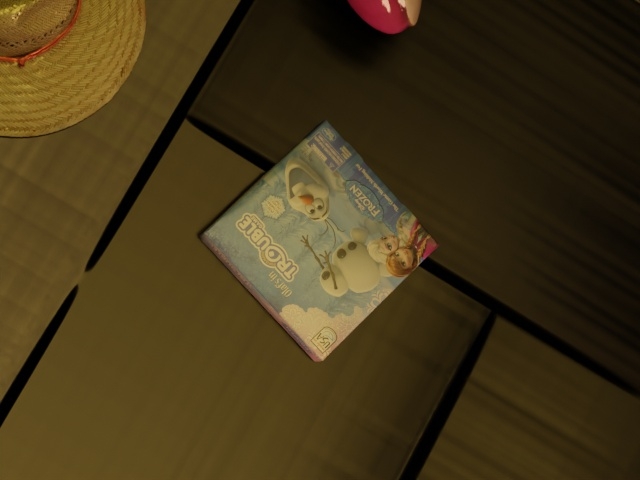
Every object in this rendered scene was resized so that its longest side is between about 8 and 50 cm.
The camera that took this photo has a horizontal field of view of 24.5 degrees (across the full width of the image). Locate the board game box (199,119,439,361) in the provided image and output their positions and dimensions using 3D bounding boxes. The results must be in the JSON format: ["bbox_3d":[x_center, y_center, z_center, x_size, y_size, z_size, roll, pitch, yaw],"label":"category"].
[{"bbox_3d":[0.000,0.000,0.766,0.090,0.020,0.090,-44,95,-14],"label":"board game box"}]

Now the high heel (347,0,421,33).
[{"bbox_3d":[-0.065,-0.273,0.761,0.181,0.127,0.377,-15,92,13],"label":"high heel"}]

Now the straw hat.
[{"bbox_3d":[-0.153,-0.121,0.720,0.144,0.061,0.144,2,82,-14],"label":"straw hat"}]
